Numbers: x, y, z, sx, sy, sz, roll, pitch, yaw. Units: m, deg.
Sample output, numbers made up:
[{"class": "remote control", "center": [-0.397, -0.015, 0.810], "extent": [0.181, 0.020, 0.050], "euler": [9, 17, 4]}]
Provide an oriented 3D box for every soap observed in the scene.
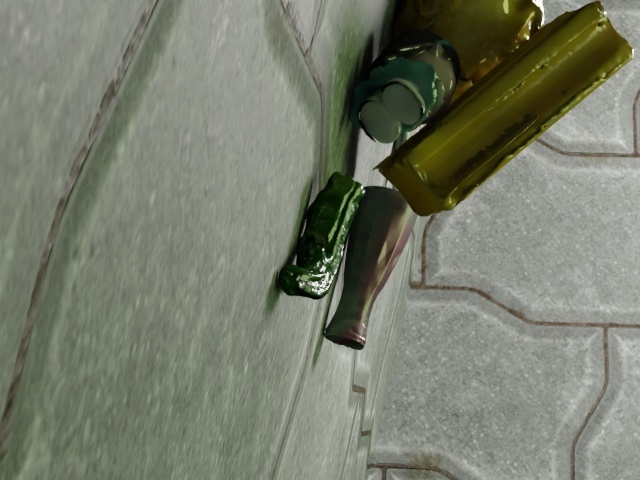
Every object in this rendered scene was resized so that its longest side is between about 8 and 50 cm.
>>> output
[{"class": "soap", "center": [0.231, -0.163, 1.722], "extent": [0.324, 0.096, 0.204], "euler": [-40, -176, -6]}]

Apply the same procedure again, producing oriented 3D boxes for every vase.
[{"class": "vase", "center": [0.063, 0.038, 1.816], "extent": [0.086, 0.086, 0.214], "euler": [79, 29, -72]}]

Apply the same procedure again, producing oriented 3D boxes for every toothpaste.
[{"class": "toothpaste", "center": [0.138, -0.170, 2.252], "extent": [0.048, 0.029, 0.197], "euler": [-61, 159, -75]}]

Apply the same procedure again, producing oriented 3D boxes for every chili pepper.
[{"class": "chili pepper", "center": [-0.002, 0.006, 1.368], "extent": [0.182, 0.050, 0.073], "euler": [-67, 174, -46]}]

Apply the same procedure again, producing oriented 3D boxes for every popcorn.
[{"class": "popcorn", "center": [0.215, -0.307, 1.895], "extent": [0.190, 0.250, 0.250], "euler": [36, -59, 58]}]

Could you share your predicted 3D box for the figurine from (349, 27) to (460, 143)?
[{"class": "figurine", "center": [0.096, -0.178, 1.626], "extent": [0.138, 0.110, 0.245], "euler": [-38, -175, 23]}]
